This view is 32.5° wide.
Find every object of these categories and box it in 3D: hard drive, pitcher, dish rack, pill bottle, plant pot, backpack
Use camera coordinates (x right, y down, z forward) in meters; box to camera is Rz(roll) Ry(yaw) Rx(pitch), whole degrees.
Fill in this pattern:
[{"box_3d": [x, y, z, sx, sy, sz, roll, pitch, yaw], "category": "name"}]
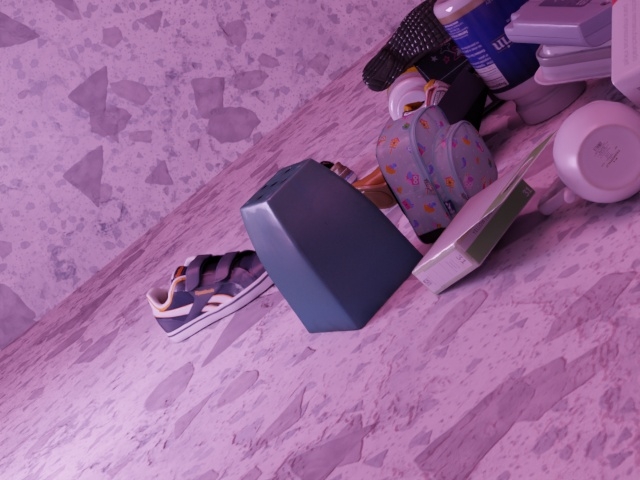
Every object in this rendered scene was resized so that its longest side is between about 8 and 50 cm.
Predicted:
[{"box_3d": [0.233, -0.193, 1.905, 0.254, 0.054, 0.172, -53, -23, -49], "category": "hard drive"}, {"box_3d": [0.344, -0.095, 1.405, 0.177, 0.125, 0.207, -57, 0, 12], "category": "pitcher"}, {"box_3d": [0.502, -0.352, 1.681, 0.333, 0.072, 0.285, -4, 36, 40], "category": "dish rack"}, {"box_3d": [0.325, -0.334, 1.857, 0.153, 0.264, 0.153, -37, 15, 12], "category": "pill bottle"}, {"box_3d": [0.000, 0.000, 1.694, 0.165, 0.234, 0.166, -46, 15, -25], "category": "plant pot"}, {"box_3d": [0.204, -0.305, 2.369, 0.117, 0.117, 0.215, -36, 15, 13], "category": "pill bottle"}, {"box_3d": [0.177, -0.113, 1.693, 0.144, 0.188, 0.166, -28, 17, 38], "category": "backpack"}]

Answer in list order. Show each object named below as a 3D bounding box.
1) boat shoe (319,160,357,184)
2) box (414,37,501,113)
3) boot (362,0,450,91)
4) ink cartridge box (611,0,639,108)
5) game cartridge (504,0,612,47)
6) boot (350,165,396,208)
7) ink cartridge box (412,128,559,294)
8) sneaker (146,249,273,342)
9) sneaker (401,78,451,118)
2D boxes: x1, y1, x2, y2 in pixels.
[{"box_3d": [0.015, -0.144, 2.444, 0.066, 0.066, 0.183, -46, 16, -27], "category": "boat shoe"}, {"box_3d": [0.326, -0.362, 2.146, 0.247, 0.163, 0.142, -38, 11, 10], "category": "box"}, {"box_3d": [0.178, -0.389, 2.112, 0.246, 0.083, 0.161, -40, 6, 20], "category": "boot"}, {"box_3d": [0.550, -0.325, 1.300, 0.385, 0.160, 0.279, -25, 43, 42], "category": "ink cartridge box"}, {"box_3d": [0.443, -0.383, 1.655, 0.294, 0.060, 0.196, -38, 25, -19], "category": "game cartridge"}, {"box_3d": [0.137, -0.144, 2.041, 0.197, 0.073, 0.152, -11, 52, 34], "category": "boot"}, {"box_3d": [0.236, -0.035, 1.479, 0.171, 0.056, 0.235, -48, 4, -34], "category": "ink cartridge box"}, {"box_3d": [-0.216, 0.085, 2.199, 0.321, 0.127, 0.126, -31, 14, 22], "category": "sneaker"}, {"box_3d": [0.193, -0.220, 2.114, 0.225, 0.093, 0.088, -54, -6, 37], "category": "sneaker"}]
